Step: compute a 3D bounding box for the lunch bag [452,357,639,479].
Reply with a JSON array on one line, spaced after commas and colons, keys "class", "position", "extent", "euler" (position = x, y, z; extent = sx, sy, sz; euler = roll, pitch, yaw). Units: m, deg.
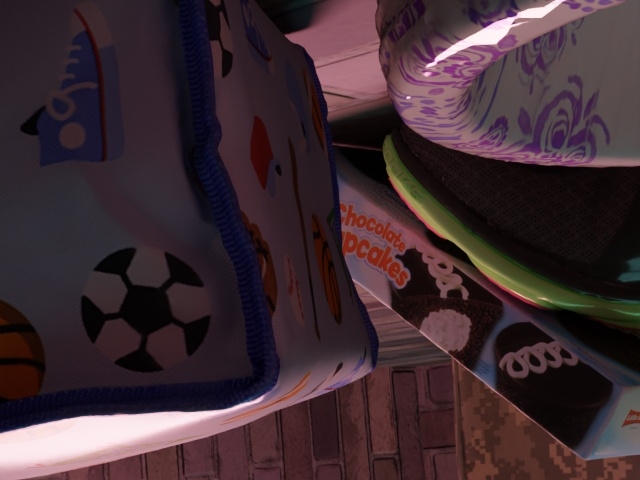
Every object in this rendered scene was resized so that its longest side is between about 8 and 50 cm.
[{"class": "lunch bag", "position": [0.249, 0.081, 1.316], "extent": [0.212, 0.305, 0.256], "euler": [-11, 169, 39]}]

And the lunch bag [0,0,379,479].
[{"class": "lunch bag", "position": [-0.194, 0.000, 0.755], "extent": [0.385, 0.239, 0.328], "euler": [-13, 172, 9]}]

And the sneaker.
[{"class": "sneaker", "position": [0.278, -0.041, 1.013], "extent": [0.482, 0.202, 0.185], "euler": [10, -165, 15]}]

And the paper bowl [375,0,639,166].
[{"class": "paper bowl", "position": [0.151, -0.116, 0.428], "extent": [0.284, 0.148, 0.284], "euler": [-4, 171, -1]}]

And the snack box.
[{"class": "snack box", "position": [0.129, 0.033, 1.128], "extent": [0.187, 0.060, 0.322], "euler": [3, -153, -48]}]
